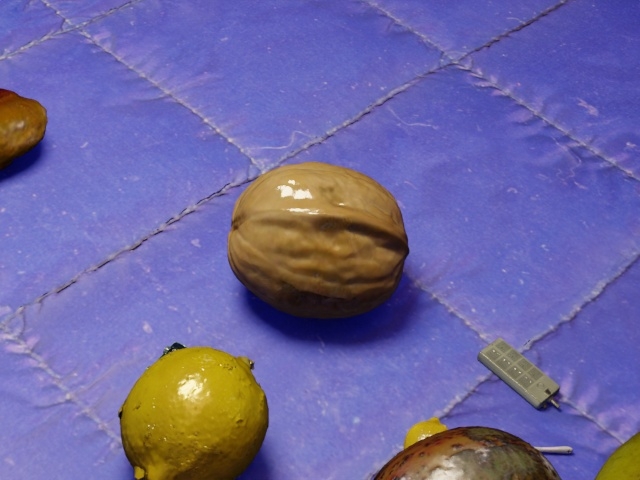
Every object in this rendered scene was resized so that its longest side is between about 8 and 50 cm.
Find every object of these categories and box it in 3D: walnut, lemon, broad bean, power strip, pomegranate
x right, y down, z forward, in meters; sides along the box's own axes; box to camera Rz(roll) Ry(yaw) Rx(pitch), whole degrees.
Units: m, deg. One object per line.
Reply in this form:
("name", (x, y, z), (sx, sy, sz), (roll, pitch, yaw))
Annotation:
("walnut", (0.000, 0.000, 1.604), (0.261, 0.225, 0.225), (6, 45, -10))
("lemon", (0.139, 0.265, 1.463), (0.065, 0.065, 0.092), (12, 50, 3))
("lemon", (-0.155, 0.222, 1.385), (0.174, 0.173, 0.206), (24, 46, 14))
("broad bean", (-0.531, -0.163, 1.743), (0.229, 0.122, 0.156), (-17, 25, -32))
("power strip", (0.282, 0.188, 1.594), (0.051, 0.019, 0.136), (-28, 55, -34))
("pomegranate", (0.117, 0.356, 1.251), (0.341, 0.285, 0.285), (-21, 48, 2))

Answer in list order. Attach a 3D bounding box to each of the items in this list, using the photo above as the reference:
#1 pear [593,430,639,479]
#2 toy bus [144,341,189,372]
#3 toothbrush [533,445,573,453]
("pear", (0.423, 0.338, 1.310), (0.253, 0.252, 0.307), (17, 33, 8))
("toy bus", (-0.207, 0.173, 1.518), (0.031, 0.037, 0.083), (26, 46, 17))
("toothbrush", (0.270, 0.275, 1.512), (0.131, 0.011, 0.013), (3, 33, -6))
